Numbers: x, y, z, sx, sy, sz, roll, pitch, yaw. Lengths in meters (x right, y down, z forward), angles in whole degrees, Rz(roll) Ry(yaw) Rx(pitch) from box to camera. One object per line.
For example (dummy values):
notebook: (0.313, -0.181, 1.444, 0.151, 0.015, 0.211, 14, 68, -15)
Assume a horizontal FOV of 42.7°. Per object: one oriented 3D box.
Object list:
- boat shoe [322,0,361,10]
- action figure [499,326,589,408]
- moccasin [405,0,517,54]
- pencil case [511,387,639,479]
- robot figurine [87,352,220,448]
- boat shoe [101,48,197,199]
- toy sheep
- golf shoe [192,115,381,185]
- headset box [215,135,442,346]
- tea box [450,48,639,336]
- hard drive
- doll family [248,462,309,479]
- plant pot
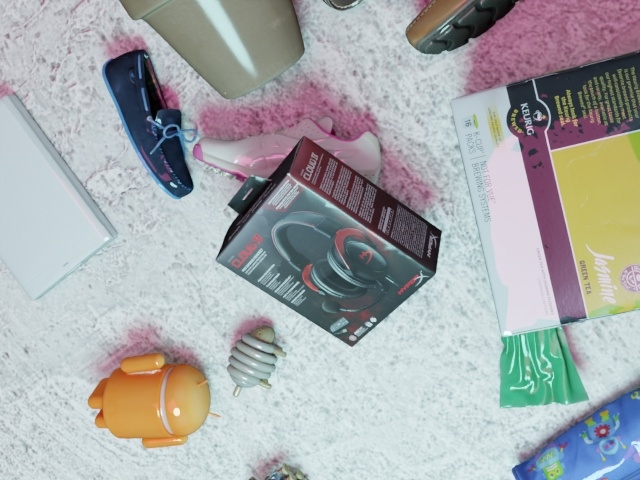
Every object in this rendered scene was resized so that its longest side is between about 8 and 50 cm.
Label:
boat shoe: (0.099, -0.436, 1.146, 0.342, 0.123, 0.123, -45, 49, 43)
action figure: (0.333, 0.142, 1.289, 0.137, 0.063, 0.232, -9, 90, 15)
moccasin: (0.253, -0.434, 1.178, 0.147, 0.139, 0.380, 44, 109, 17)
pencil case: (0.447, 0.330, 1.260, 0.306, 0.133, 0.119, -39, 109, 16)
robot figurine: (-0.285, 0.278, 1.413, 0.219, 0.128, 0.158, -5, 77, 14)
boat shoe: (-0.270, -0.195, 1.344, 0.089, 0.109, 0.258, -27, 95, 11)
toy sheep: (-0.114, 0.206, 1.385, 0.091, 0.091, 0.132, 24, 85, 8)
golf shoe: (-0.048, -0.140, 1.311, 0.306, 0.115, 0.140, 13, 93, 2)
headset box: (0.000, 0.000, 1.238, 0.293, 0.110, 0.218, 34, 128, -13)
tea box: (0.377, -0.065, 1.142, 0.324, 0.220, 0.329, -12, 88, 14)
hard drive: (-0.527, -0.073, 1.452, 0.203, 0.040, 0.307, -36, 91, 15)
doll family: (-0.050, 0.470, 1.420, 0.111, 0.076, 0.193, -40, 92, 10)
plant pot: (-0.138, -0.349, 1.238, 0.263, 0.263, 0.229, -27, 110, 15)
